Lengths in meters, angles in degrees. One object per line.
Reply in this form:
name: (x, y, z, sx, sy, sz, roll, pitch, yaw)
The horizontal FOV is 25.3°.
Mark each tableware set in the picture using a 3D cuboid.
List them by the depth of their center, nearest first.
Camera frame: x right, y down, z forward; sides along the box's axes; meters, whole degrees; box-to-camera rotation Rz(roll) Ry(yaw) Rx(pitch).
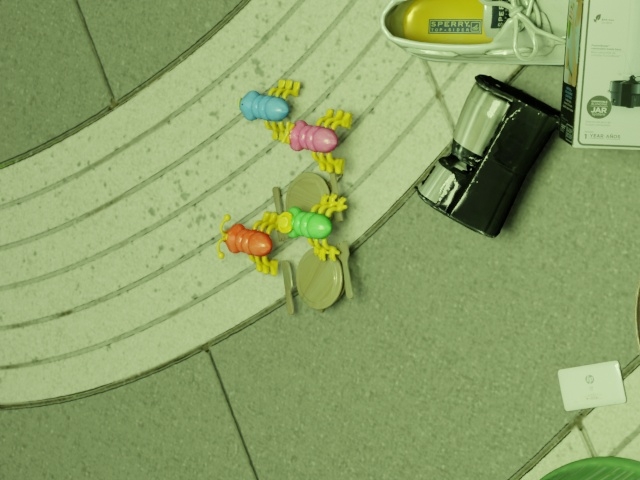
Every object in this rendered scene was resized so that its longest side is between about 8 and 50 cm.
tableware set: (0.000, 0.000, 1.997, 0.128, 0.039, 0.194, -17, 77, 42)

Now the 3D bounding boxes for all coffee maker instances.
coffee maker: (0.231, -0.096, 1.809, 0.171, 0.120, 0.178, 33, 108, 25)

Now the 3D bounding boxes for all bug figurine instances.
bug figurine: (-0.053, -0.087, 1.974, 0.216, 0.072, 0.279, 8, 92, 44)

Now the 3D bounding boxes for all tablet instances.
tablet: (0.344, 0.185, 1.814, 0.083, 0.006, 0.054, -13, 84, 30)

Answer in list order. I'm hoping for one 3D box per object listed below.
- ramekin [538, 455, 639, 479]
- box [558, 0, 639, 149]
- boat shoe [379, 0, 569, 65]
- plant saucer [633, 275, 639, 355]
ramekin: (0.336, 0.424, 1.742, 0.303, 0.148, 0.304, 1, 92, 31)
box: (0.379, -0.254, 1.674, 0.169, 0.087, 0.290, 1, 102, -2)
boat shoe: (0.239, -0.287, 1.775, 0.367, 0.156, 0.136, 3, 94, 29)
plant saucer: (0.514, 0.090, 1.631, 0.310, 0.050, 0.311, 0, 90, 31)
